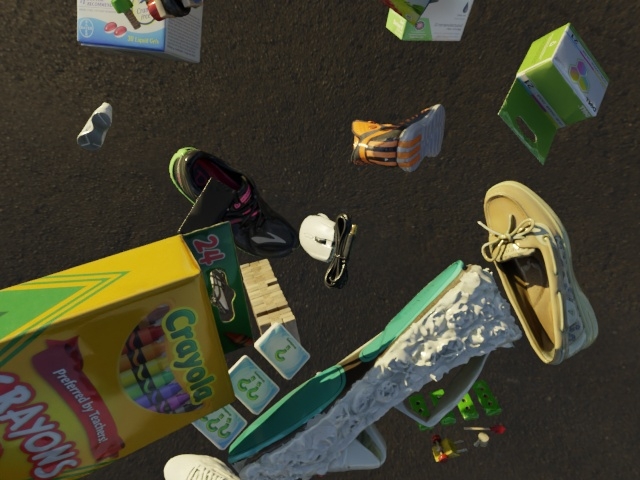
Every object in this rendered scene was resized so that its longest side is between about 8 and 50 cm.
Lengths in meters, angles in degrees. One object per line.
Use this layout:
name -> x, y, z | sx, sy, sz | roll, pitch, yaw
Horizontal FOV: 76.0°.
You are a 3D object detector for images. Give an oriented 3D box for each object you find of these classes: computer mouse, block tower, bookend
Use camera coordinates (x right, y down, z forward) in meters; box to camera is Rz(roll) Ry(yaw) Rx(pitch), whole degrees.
computer mouse -> 0.000, 0.000, 0.647 | 0.042, 0.193, 0.106 | 7, 98, -20
block tower -> -0.151, 0.168, 1.152 | 0.091, 0.335, 0.097 | -16, 119, -14
bookend -> -0.278, -0.063, 1.045 | 0.072, 0.156, 0.157 | 30, 82, -5

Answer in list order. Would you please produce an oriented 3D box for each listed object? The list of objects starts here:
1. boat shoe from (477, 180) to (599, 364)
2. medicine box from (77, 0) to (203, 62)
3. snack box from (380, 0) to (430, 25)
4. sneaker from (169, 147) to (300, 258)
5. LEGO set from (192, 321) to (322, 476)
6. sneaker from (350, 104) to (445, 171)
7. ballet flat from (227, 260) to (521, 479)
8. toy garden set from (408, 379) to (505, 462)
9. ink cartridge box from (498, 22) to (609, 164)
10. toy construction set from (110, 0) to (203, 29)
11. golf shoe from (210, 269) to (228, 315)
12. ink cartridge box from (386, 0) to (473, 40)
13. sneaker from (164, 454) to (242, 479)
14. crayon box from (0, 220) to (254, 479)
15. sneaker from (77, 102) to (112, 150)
boat shoe -> 0.325, 0.043, 0.630 | 0.089, 0.104, 0.285 | -18, 78, -30
medicine box -> -0.444, -0.616, 1.019 | 0.264, 0.149, 0.289 | 12, 105, 15
snack box -> 0.062, -0.366, 0.469 | 0.207, 0.174, 0.070 | 32, 95, -5
sneaker -> -0.255, -0.098, 1.274 | 0.483, 0.202, 0.185 | 38, 76, -22
LEGO set -> -0.043, 0.271, 0.597 | 0.182, 0.060, 0.244 | -44, 103, -21
sneaker -> 0.175, -0.251, 0.959 | 0.180, 0.321, 0.124 | 12, 116, 29
ballet flat -> 0.072, 0.192, 0.501 | 0.409, 0.147, 0.147 | -39, 94, 3
toy garden set -> 0.409, 0.534, 1.205 | 0.244, 0.203, 0.049 | -12, 124, -1
ink cartridge box -> 0.549, -0.336, 0.958 | 0.189, 0.097, 0.255 | 39, 68, -19
toy construction set -> -0.240, -0.544, 0.698 | 0.257, 0.309, 0.237 | -50, 137, -23
golf shoe -> -0.338, 0.146, 1.342 | 0.094, 0.077, 0.198 | -26, 79, -34
ink cartridge box -> 0.315, -0.700, 1.107 | 0.199, 0.114, 0.272 | -8, 137, -17
sneaker -> -0.207, 0.481, 0.801 | 0.235, 0.094, 0.090 | 15, 57, 15
crayon box -> -0.212, 0.122, 0.403 | 0.319, 0.081, 0.202 | -21, 129, -23
sneaker -> -0.560, -0.284, 1.032 | 0.152, 0.061, 0.054 | -33, 133, 32
